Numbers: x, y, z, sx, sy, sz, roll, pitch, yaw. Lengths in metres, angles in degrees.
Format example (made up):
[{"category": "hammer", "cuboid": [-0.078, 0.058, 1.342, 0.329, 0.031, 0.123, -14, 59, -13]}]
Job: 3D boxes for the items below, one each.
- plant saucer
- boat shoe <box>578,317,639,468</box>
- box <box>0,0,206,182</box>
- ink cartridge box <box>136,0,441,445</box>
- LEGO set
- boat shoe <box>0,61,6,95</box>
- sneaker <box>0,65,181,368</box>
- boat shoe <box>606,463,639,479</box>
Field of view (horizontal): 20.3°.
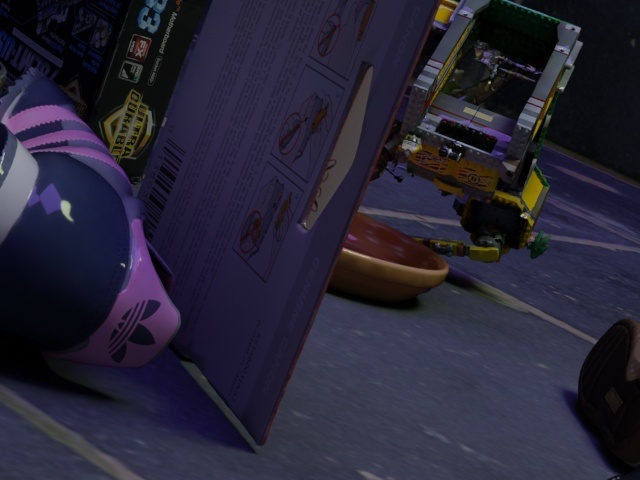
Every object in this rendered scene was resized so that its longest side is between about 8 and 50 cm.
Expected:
[{"category": "plant saucer", "cuboid": [0.000, 0.000, 1.370, 0.200, 0.037, 0.200, 20, 10, -3]}, {"category": "boat shoe", "cuboid": [0.219, 0.113, 1.183, 0.072, 0.068, 0.190, 32, 18, -9]}, {"category": "box", "cuboid": [-0.183, -0.231, 1.478, 0.073, 0.293, 0.295, 13, 12, -33]}, {"category": "ink cartridge box", "cuboid": [-0.002, -0.066, 0.958, 0.066, 0.296, 0.261, 16, 12, -29]}, {"category": "LEGO set", "cuboid": [0.051, -0.089, 1.450, 0.331, 0.255, 0.192, 28, 41, 3]}, {"category": "boat shoe", "cuboid": [-0.289, -0.103, 1.200, 0.080, 0.073, 0.223, 26, 10, 23]}, {"category": "sneaker", "cuboid": [-0.145, -0.006, 0.968, 0.131, 0.112, 0.319, 37, 9, -15]}, {"category": "boat shoe", "cuboid": [0.191, 0.156, 0.728, 0.114, 0.091, 0.302, 33, 7, -25]}]
